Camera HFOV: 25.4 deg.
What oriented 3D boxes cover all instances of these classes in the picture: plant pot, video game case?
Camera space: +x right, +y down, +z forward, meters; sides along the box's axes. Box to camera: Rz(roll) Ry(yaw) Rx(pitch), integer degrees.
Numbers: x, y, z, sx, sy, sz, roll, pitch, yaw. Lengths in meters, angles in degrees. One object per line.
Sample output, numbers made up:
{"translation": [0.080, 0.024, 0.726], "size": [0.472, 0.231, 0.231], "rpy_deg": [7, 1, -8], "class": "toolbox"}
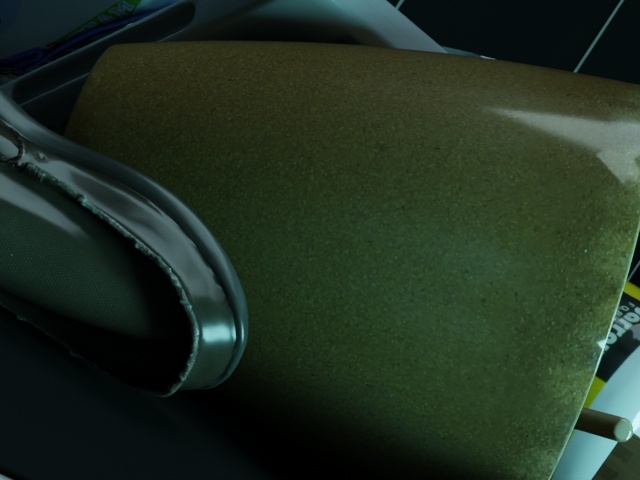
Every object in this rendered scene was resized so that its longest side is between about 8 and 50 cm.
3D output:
{"translation": [0.000, 0.000, 0.701], "size": [0.254, 0.237, 0.237], "rpy_deg": [17, 1, 0], "class": "plant pot"}
{"translation": [-0.021, -0.036, 0.882], "size": [0.300, 0.036, 0.329], "rpy_deg": [-18, -33, 34], "class": "video game case"}

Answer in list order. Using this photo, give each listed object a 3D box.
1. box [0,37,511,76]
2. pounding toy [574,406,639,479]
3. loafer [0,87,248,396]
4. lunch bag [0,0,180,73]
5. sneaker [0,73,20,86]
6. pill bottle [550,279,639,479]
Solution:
{"translation": [-0.023, -0.104, 1.127], "size": [0.395, 0.097, 0.318], "rpy_deg": [5, 2, 27], "class": "box"}
{"translation": [0.168, 0.160, 0.765], "size": [0.206, 0.094, 0.181], "rpy_deg": [34, -2, 36], "class": "pounding toy"}
{"translation": [-0.130, -0.004, 0.567], "size": [0.220, 0.080, 0.078], "rpy_deg": [35, 34, 8], "class": "loafer"}
{"translation": [-0.153, -0.329, 0.901], "size": [0.239, 0.328, 0.385], "rpy_deg": [-120, -173, -66], "class": "lunch bag"}
{"translation": [-0.236, -0.091, 0.928], "size": [0.134, 0.070, 0.051], "rpy_deg": [32, 4, -12], "class": "sneaker"}
{"translation": [0.178, 0.105, 1.076], "size": [0.334, 0.188, 0.188], "rpy_deg": [34, 1, 30], "class": "pill bottle"}
